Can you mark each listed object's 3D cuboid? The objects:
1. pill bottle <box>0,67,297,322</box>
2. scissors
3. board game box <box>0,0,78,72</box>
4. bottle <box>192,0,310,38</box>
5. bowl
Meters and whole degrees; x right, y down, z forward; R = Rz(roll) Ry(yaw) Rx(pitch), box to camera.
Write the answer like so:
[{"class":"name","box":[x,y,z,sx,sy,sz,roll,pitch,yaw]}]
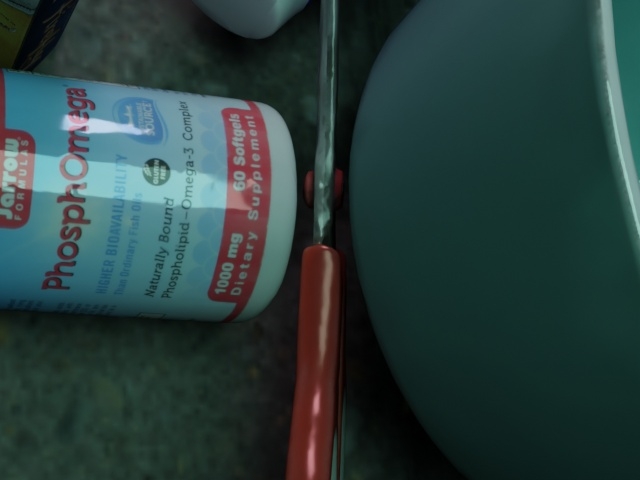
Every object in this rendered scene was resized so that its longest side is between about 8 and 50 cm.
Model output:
[{"class":"pill bottle","box":[-0.096,-0.017,0.441,0.160,0.087,0.087,5,75,-21]},{"class":"scissors","box":[0.000,0.000,0.463,0.021,0.109,0.297,0,79,6]},{"class":"board game box","box":[-0.179,-0.162,0.401,0.243,0.165,0.042,41,65,-9]},{"class":"bottle","box":[0.049,-0.197,0.529,0.283,0.118,0.092,-46,108,-23]},{"class":"bowl","box":[0.130,-0.009,0.465,0.311,0.163,0.312,15,68,-40]}]
